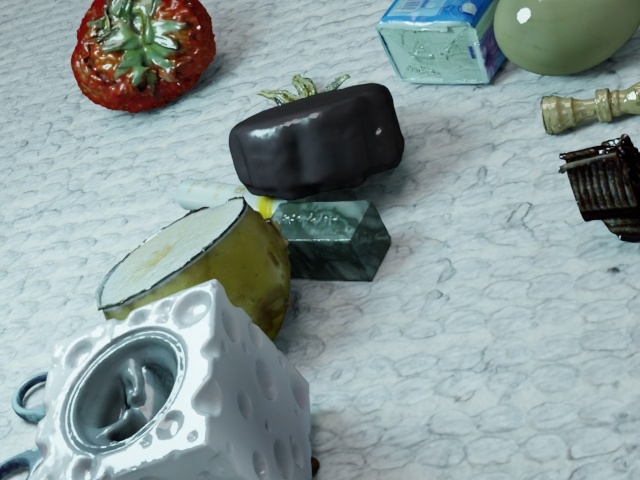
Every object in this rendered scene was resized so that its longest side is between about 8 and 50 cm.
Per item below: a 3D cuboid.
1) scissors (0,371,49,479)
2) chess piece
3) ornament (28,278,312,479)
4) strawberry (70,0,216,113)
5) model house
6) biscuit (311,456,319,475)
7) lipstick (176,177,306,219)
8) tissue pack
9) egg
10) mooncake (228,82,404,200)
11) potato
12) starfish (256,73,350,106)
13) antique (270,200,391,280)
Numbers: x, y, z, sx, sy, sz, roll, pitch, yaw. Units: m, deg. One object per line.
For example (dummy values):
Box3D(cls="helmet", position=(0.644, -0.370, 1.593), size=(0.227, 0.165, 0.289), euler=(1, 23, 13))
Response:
Box3D(cls="scissors", position=(-0.314, 0.267, 1.517), size=(0.384, 0.029, 0.256), euler=(-12, 40, 20))
Box3D(cls="chess piece", position=(0.418, -0.200, 1.564), size=(0.172, 0.060, 0.060), euler=(-8, 42, 23))
Box3D(cls="ornament", position=(-0.167, 0.236, 1.250), size=(0.239, 0.239, 0.239), euler=(-22, 41, 18))
Box3D(cls="strawberry", position=(-0.371, -0.410, 2.190), size=(0.312, 0.267, 0.351), euler=(-32, 11, 7))
Box3D(cls="model house", position=(0.414, -0.082, 1.336), size=(0.203, 0.164, 0.141), euler=(-3, 49, 29))
Box3D(cls="biscuit", position=(-0.065, 0.284, 1.338), size=(0.119, 0.019, 0.130), euler=(-29, 36, 0))
Box3D(cls="lipstick", position=(-0.137, -0.065, 1.767), size=(0.264, 0.059, 0.059), euler=(10, 51, 41))
Box3D(cls="tissue pack", position=(0.252, -0.404, 1.836), size=(0.198, 0.146, 0.263), euler=(9, 50, 38))
Box3D(cls="egg", position=(0.392, -0.357, 1.655), size=(0.242, 0.186, 0.186), euler=(-16, 38, 7))
Box3D(cls="mooncake", position=(-0.005, -0.154, 1.675), size=(0.283, 0.141, 0.283), euler=(-13, 14, 3))
Box3D(cls="potato", position=(-0.171, 0.083, 1.514), size=(0.300, 0.196, 0.246), euler=(-13, 27, 48))
Box3D(cls="starfish", position=(-0.042, -0.241, 1.917), size=(0.176, 0.053, 0.208), euler=(-44, 36, -18))
Box3D(cls="antique", position=(0.000, 0.000, 1.575), size=(0.183, 0.086, 0.088), euler=(0, 44, 33))
